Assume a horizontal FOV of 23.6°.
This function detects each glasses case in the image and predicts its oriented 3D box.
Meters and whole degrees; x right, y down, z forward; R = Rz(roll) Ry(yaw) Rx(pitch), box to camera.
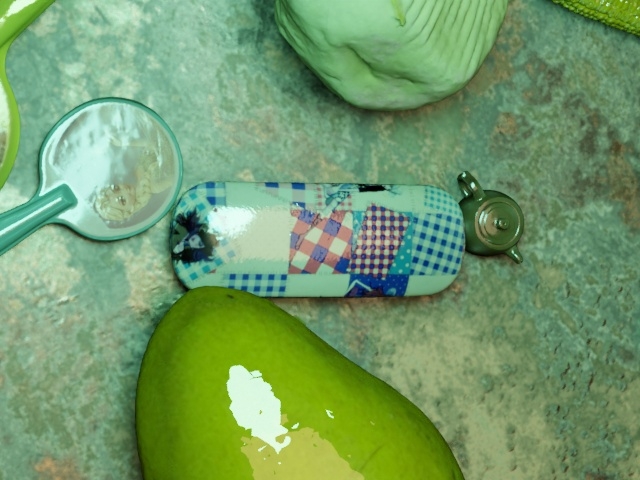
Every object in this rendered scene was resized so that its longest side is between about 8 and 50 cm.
[{"bbox_3d":[0.000,0.000,1.648,0.327,0.076,0.125,1,93,-15],"label":"glasses case"}]

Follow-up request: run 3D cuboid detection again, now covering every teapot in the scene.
[{"bbox_3d":[0.188,-0.026,1.706,0.076,0.068,0.121,-33,99,-13],"label":"teapot"}]

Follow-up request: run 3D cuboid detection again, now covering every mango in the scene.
[{"bbox_3d":[-0.022,0.243,1.574,0.301,0.220,0.445,-31,97,-9],"label":"mango"}]

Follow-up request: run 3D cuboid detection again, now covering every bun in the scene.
[{"bbox_3d":[0.060,-0.311,1.585,0.361,0.213,0.361,-12,104,-58],"label":"bun"}]

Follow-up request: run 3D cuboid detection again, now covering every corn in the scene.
[{"bbox_3d":[0.339,-0.283,1.743,0.238,0.080,0.080,17,86,-15],"label":"corn"}]

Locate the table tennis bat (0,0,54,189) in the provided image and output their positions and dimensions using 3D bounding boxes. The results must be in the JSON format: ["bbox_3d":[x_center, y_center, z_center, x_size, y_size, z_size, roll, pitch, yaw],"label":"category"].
[{"bbox_3d":[-0.378,-0.158,1.550,0.224,0.054,0.369,43,83,-14],"label":"table tennis bat"}]

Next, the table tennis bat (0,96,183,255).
[{"bbox_3d":[-0.254,-0.054,1.597,0.237,0.038,0.149,-31,100,-16],"label":"table tennis bat"}]
